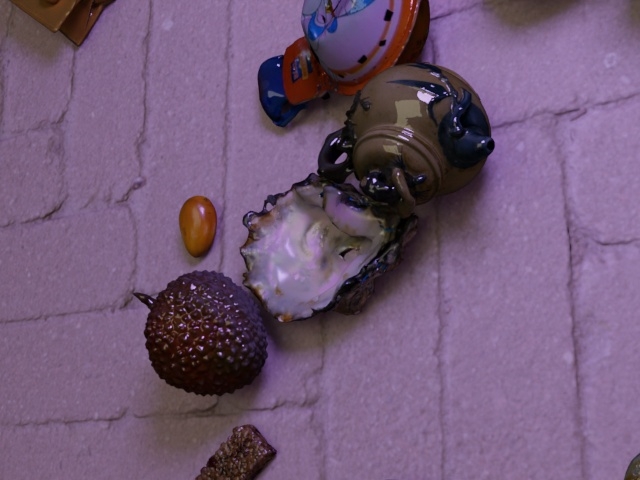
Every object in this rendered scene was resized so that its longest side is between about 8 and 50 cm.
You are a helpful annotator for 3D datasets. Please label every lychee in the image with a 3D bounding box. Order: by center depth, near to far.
[{"bbox_3d":[-0.160,0.119,1.322,0.197,0.165,0.165,22,90,19],"label":"lychee"}]

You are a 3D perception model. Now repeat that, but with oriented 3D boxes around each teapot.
[{"bbox_3d":[0.095,-0.108,1.198,0.269,0.173,0.183,-5,40,40],"label":"teapot"}]

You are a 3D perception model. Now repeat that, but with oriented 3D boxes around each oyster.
[{"bbox_3d":[0.004,0.002,1.299,0.259,0.092,0.198,-24,65,37],"label":"oyster"}]

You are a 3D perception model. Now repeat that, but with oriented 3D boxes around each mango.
[{"bbox_3d":[-0.176,-0.020,1.445,0.060,0.046,0.089,6,94,36],"label":"mango"}]

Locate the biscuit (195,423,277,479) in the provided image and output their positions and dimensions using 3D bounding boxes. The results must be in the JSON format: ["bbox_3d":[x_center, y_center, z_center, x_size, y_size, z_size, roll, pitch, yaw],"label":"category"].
[{"bbox_3d":[-0.139,0.331,1.332,0.199,0.034,0.064,-52,56,11],"label":"biscuit"}]

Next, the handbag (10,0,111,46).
[{"bbox_3d":[-0.397,-0.558,1.687,0.283,0.133,0.401,39,100,29],"label":"handbag"}]

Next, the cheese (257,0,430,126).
[{"bbox_3d":[0.029,-0.268,1.326,0.329,0.129,0.217,-32,55,43],"label":"cheese"}]

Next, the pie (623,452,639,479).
[{"bbox_3d":[0.353,0.255,1.043,0.085,0.017,0.085,-10,72,32],"label":"pie"}]
